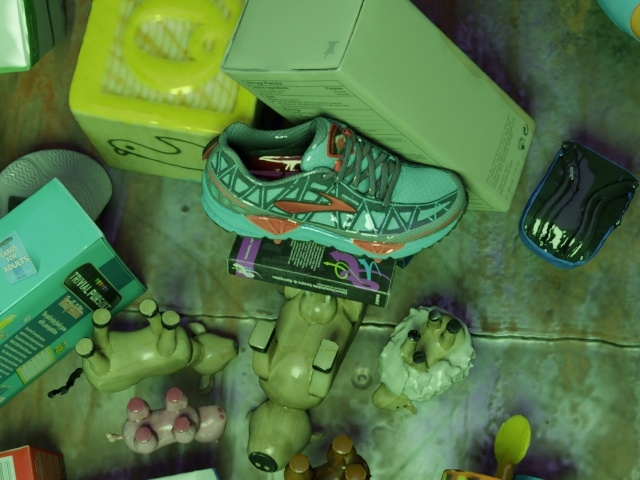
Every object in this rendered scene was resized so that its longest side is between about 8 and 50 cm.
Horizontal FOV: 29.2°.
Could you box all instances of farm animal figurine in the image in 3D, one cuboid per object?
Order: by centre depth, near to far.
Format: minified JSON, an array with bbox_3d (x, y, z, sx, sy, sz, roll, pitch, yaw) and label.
[{"bbox_3d":[-0.054,0.137,1.266,0.330,0.172,0.327,35,67,17],"label":"farm animal figurine"}]

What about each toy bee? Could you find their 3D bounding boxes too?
[{"bbox_3d":[0.177,0.291,1.211,0.162,0.298,0.195,4,49,41],"label":"toy bee"}]

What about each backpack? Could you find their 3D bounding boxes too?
[{"bbox_3d":[0.272,-0.029,1.321,0.098,0.101,0.120,29,83,10],"label":"backpack"}]

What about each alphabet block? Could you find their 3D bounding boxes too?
[{"bbox_3d":[-0.143,-0.180,1.318,0.192,0.197,0.193,9,77,4],"label":"alphabet block"}]

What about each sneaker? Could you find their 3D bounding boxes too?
[{"bbox_3d":[0.015,-0.056,1.172,0.262,0.125,0.104,3,52,-2],"label":"sneaker"},{"bbox_3d":[-0.356,-0.006,1.330,0.268,0.153,0.101,-36,94,-42],"label":"sneaker"}]

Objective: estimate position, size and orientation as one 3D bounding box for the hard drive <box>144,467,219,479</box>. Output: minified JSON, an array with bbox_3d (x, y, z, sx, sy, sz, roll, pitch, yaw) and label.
[{"bbox_3d":[-0.215,0.347,1.180,0.319,0.040,0.210,-17,78,32],"label":"hard drive"}]

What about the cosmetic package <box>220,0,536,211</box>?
[{"bbox_3d":[0.067,-0.143,1.234,0.160,0.309,0.113,8,72,41],"label":"cosmetic package"}]

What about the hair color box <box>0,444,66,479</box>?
[{"bbox_3d":[-0.309,0.240,1.248,0.072,0.141,0.043,-12,76,-2],"label":"hair color box"}]

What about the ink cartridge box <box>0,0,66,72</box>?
[{"bbox_3d":[-0.373,-0.240,1.325,0.160,0.219,0.092,-4,108,1],"label":"ink cartridge box"}]

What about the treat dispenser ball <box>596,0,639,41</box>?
[{"bbox_3d":[0.416,-0.334,1.296,0.288,0.288,0.288,0,76,1],"label":"treat dispenser ball"}]

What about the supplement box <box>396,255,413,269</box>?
[{"bbox_3d":[0.064,-0.014,1.321,0.083,0.083,0.056,39,79,-8],"label":"supplement box"}]

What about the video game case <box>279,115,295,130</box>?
[{"bbox_3d":[0.013,-0.120,1.394,0.119,0.015,0.166,9,77,4],"label":"video game case"}]

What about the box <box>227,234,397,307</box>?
[{"bbox_3d":[0.000,0.000,1.226,0.162,0.029,0.116,12,51,7],"label":"box"}]

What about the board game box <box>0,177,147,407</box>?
[{"bbox_3d":[-0.347,0.101,1.226,0.336,0.254,0.079,-39,78,-8],"label":"board game box"}]
